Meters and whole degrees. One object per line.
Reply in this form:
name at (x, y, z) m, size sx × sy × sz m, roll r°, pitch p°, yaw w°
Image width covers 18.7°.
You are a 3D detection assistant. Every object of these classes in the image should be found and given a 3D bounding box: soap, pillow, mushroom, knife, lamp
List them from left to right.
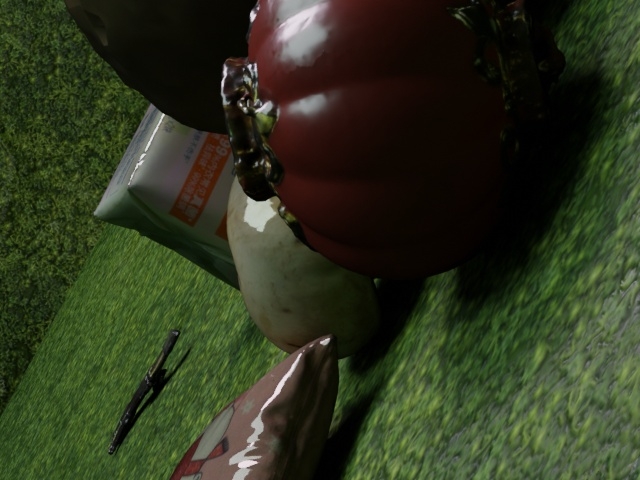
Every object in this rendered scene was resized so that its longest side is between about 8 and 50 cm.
knife at (-0.192, 0.163, 2.167) m, size 0.222 × 0.021 × 0.046 m, roll -58°, pitch 10°, yaw 41°
pillow at (-0.067, 0.190, 1.342) m, size 0.236 × 0.084 × 0.223 m, roll -39°, pitch 23°, yaw 58°
soap at (-0.078, -0.072, 1.794) m, size 0.199 × 0.182 × 0.138 m, roll -65°, pitch 13°, yaw -18°
mushroom at (0.000, 0.000, 1.371) m, size 0.127 × 0.166 × 0.166 m, roll -18°, pitch 19°, yaw 6°
lamp at (0.049, -0.087, 1.197) m, size 0.227 × 0.227 × 0.227 m, roll -58°, pitch 11°, yaw 19°

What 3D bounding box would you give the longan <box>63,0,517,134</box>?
longan at (-0.010, -0.256, 1.454) m, size 0.391 × 0.391 × 0.391 m, roll -58°, pitch 11°, yaw 19°
